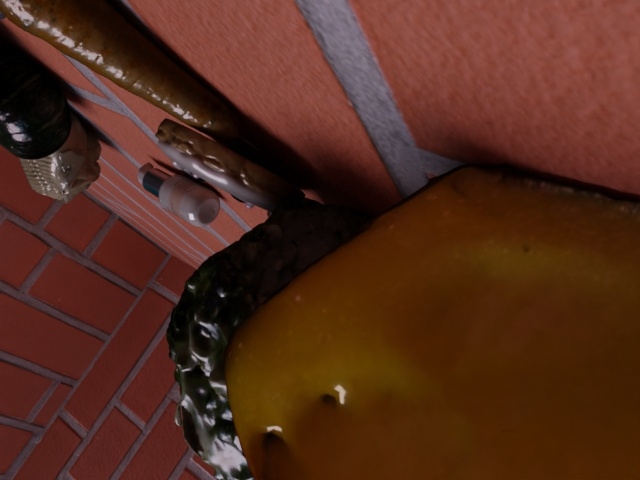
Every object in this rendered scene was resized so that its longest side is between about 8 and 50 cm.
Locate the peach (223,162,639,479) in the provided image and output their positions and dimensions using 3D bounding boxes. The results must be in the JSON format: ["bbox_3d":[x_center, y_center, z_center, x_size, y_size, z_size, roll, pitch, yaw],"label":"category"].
[{"bbox_3d":[0.131,0.117,0.426,0.380,0.306,0.242,19,156,33],"label":"peach"}]

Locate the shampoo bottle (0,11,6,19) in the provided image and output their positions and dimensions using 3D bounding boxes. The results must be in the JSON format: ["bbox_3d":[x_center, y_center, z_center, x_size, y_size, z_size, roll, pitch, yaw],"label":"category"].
[{"bbox_3d":[-0.348,-0.278,0.629,0.072,0.072,0.214,36,168,-15],"label":"shampoo bottle"}]

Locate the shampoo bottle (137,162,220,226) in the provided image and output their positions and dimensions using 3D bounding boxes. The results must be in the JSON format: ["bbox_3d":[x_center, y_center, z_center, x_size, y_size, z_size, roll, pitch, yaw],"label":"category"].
[{"bbox_3d":[-0.273,-0.090,1.173,0.192,0.074,0.074,27,167,30],"label":"shampoo bottle"}]

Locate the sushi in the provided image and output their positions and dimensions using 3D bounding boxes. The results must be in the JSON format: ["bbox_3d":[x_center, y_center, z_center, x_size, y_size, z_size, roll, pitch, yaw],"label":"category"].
[{"bbox_3d":[0.002,0.137,0.665,0.178,0.294,0.352,-37,79,42],"label":"sushi"}]

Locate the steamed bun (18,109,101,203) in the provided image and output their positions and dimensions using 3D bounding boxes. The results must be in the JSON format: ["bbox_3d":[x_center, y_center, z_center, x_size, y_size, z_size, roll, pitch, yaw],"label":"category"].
[{"bbox_3d":[-0.539,-0.192,1.315,0.211,0.144,0.218,10,125,45],"label":"steamed bun"}]

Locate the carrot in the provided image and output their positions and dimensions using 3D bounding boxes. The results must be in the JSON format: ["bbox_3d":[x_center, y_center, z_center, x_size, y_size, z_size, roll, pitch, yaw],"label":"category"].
[{"bbox_3d":[-0.180,-0.172,0.625,0.298,0.078,0.078,35,169,-29],"label":"carrot"}]

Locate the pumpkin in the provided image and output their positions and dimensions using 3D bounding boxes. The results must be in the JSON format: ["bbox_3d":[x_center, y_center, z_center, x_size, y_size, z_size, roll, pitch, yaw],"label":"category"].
[{"bbox_3d":[-0.533,-0.234,1.084,0.212,0.152,0.211,28,163,10],"label":"pumpkin"}]

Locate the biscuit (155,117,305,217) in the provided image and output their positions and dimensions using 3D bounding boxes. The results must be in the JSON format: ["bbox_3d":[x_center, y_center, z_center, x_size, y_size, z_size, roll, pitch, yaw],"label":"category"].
[{"bbox_3d":[-0.107,-0.078,0.753,0.181,0.049,0.208,29,178,-5],"label":"biscuit"}]
